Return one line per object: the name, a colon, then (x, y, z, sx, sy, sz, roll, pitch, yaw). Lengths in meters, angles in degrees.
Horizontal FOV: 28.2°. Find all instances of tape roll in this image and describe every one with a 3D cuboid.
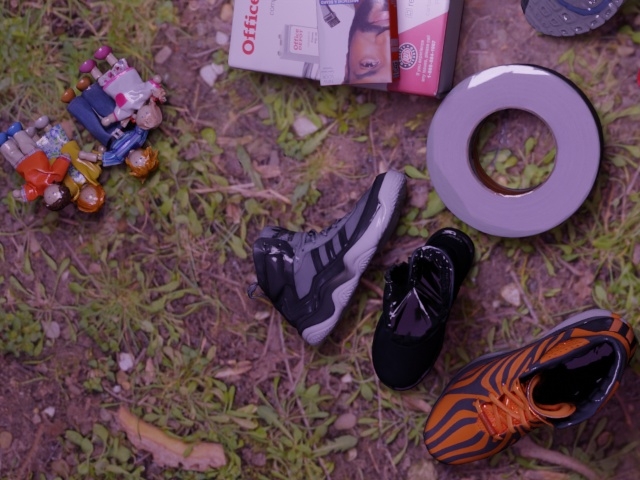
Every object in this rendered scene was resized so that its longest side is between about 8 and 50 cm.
tape roll: (0.249, -0.116, 1.630, 0.219, 0.072, 0.219, 3, 100, 17)

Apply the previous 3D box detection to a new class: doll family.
doll family: (-0.314, -0.136, 1.789, 0.263, 0.118, 0.163, -41, 80, 0)

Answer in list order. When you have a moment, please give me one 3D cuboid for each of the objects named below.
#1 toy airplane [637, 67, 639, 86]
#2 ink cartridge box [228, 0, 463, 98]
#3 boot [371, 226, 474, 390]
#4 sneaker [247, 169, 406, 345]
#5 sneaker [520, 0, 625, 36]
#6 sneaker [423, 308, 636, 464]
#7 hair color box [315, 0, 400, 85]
toy airplane: (0.469, -0.221, 1.569, 0.151, 0.028, 0.151, 3, 100, 17)
ink cartridge box: (0.036, -0.304, 1.638, 0.283, 0.117, 0.207, 10, 102, 14)
boot: (0.114, 0.103, 1.635, 0.094, 0.207, 0.246, 27, 106, 11)
sneaker: (0.000, 0.000, 1.706, 0.153, 0.101, 0.268, 31, 109, 7)
sneaker: (0.371, -0.349, 1.539, 0.297, 0.129, 0.111, -35, 90, 37)
sneaker: (0.251, 0.199, 1.623, 0.321, 0.180, 0.124, -38, 87, 19)
hair color box: (0.044, -0.274, 1.550, 0.093, 0.053, 0.167, -1, 100, 15)
